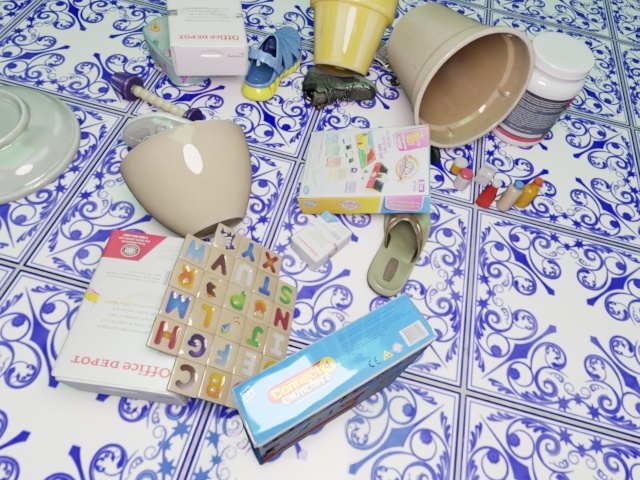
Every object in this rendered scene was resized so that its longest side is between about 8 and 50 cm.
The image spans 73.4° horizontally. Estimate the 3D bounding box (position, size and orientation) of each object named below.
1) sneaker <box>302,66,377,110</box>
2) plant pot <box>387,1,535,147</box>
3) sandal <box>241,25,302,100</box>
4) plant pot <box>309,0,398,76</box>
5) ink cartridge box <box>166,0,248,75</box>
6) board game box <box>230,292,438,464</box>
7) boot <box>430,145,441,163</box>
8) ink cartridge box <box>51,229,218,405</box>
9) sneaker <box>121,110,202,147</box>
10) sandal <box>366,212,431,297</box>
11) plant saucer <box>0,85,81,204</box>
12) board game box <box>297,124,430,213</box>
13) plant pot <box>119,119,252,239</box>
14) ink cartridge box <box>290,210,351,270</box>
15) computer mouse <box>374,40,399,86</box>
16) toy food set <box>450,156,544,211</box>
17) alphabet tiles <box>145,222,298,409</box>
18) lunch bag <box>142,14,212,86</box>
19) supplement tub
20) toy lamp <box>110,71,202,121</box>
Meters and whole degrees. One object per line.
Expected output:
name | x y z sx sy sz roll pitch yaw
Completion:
sneaker | 0.050 -0.437 1.281 0.227 0.087 0.130 15 60 6
plant pot | 0.343 -0.483 1.181 0.333 0.334 0.306 -13 53 -14
sandal | -0.138 -0.566 1.305 0.126 0.138 0.317 17 57 5
plant pot | 0.081 -0.622 1.265 0.253 0.254 0.239 12 103 -3
ink cartridge box | -0.317 -0.599 1.192 0.198 0.115 0.273 -6 69 -13
board game box | 0.012 0.250 0.737 0.308 0.302 0.086 -24 65 -20
boot | 0.341 -0.283 1.250 0.099 0.045 0.121 -17 64 -23
ink cartridge box | -0.340 0.148 0.854 0.226 0.131 0.306 10 60 -2
sneaker | -0.369 -0.254 1.105 0.281 0.105 0.115 0 59 -7
sandal | 0.202 -0.003 1.036 0.120 0.086 0.303 20 59 5
plant saucer | -0.824 -0.268 1.061 0.400 0.101 0.401 3 59 -5
board game box | 0.117 -0.181 1.089 0.316 0.064 0.242 1 56 14
plant pot | -0.269 -0.110 0.958 0.284 0.284 0.191 -22 85 -19
ink cartridge box | 0.000 0.000 1.030 0.122 0.052 0.088 -38 70 -26
computer mouse | 0.233 -0.587 1.408 0.106 0.042 0.193 -39 65 7
toy food set | 0.462 -0.162 1.153 0.232 0.104 0.111 35 61 14
alphabet tiles | -0.172 0.144 0.849 0.285 0.011 0.343 32 52 -31
lunch bag | -0.375 -0.590 1.303 0.279 0.108 0.224 -34 75 -21
supplement tub | 0.619 -0.424 1.232 0.191 0.272 0.191 3 59 -5
toy lamp | -0.460 -0.393 1.194 0.274 0.080 0.080 27 60 9
